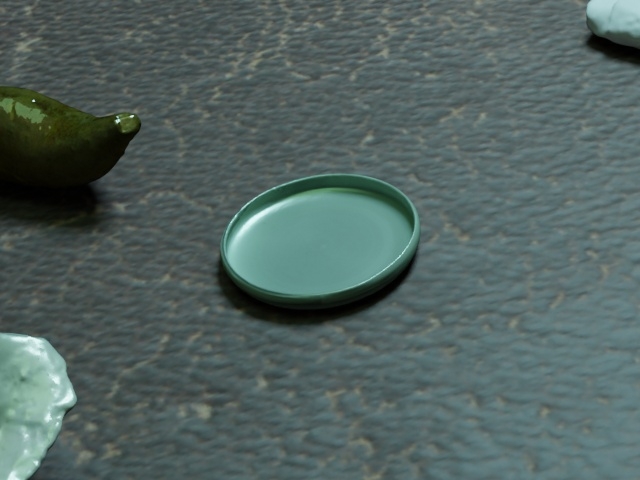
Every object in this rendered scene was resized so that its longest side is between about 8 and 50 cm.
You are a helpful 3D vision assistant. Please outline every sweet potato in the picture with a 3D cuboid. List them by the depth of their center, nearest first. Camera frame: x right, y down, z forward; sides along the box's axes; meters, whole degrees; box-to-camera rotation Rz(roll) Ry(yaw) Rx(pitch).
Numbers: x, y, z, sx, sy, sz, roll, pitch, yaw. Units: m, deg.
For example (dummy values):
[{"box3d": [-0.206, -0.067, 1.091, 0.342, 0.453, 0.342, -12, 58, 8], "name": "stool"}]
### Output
[{"box3d": [-0.215, -0.056, 0.967, 0.250, 0.059, 0.069, -5, 51, 14], "name": "sweet potato"}]

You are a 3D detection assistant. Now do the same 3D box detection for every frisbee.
[{"box3d": [0.000, 0.000, 0.876, 0.110, 0.014, 0.110, -7, 37, 5], "name": "frisbee"}]

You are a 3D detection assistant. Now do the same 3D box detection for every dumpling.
[{"box3d": [-0.210, 0.090, 0.751, 0.188, 0.108, 0.127, 7, 66, 1], "name": "dumpling"}]

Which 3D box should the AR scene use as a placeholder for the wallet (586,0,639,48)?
[{"box3d": [0.263, -0.143, 0.980, 0.183, 0.032, 0.124, 17, 44, 33], "name": "wallet"}]
